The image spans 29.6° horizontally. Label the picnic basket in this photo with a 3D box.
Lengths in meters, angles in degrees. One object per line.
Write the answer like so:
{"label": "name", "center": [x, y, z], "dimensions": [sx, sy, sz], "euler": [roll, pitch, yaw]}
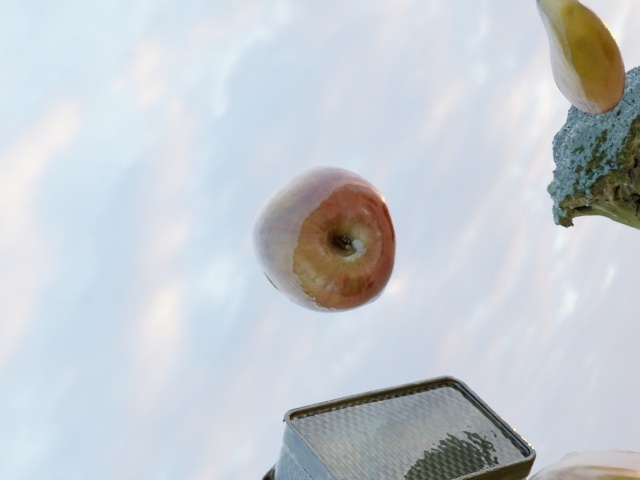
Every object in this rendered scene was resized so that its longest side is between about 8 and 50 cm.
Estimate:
{"label": "picnic basket", "center": [0.083, 0.259, 1.278], "dimensions": [0.267, 0.165, 0.139], "euler": [-8, -56, -34]}

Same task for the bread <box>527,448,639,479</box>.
{"label": "bread", "center": [0.275, 0.378, 1.079], "dimensions": [0.394, 0.250, 0.361], "euler": [25, -104, -72]}

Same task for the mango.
{"label": "mango", "center": [0.308, -0.216, 1.414], "dimensions": [0.075, 0.098, 0.190], "euler": [-47, -45, -16]}

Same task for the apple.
{"label": "apple", "center": [0.000, 0.000, 1.479], "dimensions": [0.199, 0.199, 0.199], "euler": [-50, -26, -36]}

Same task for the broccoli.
{"label": "broccoli", "center": [0.484, -0.123, 1.791], "dimensions": [0.321, 0.283, 0.304], "euler": [-34, 0, 17]}
